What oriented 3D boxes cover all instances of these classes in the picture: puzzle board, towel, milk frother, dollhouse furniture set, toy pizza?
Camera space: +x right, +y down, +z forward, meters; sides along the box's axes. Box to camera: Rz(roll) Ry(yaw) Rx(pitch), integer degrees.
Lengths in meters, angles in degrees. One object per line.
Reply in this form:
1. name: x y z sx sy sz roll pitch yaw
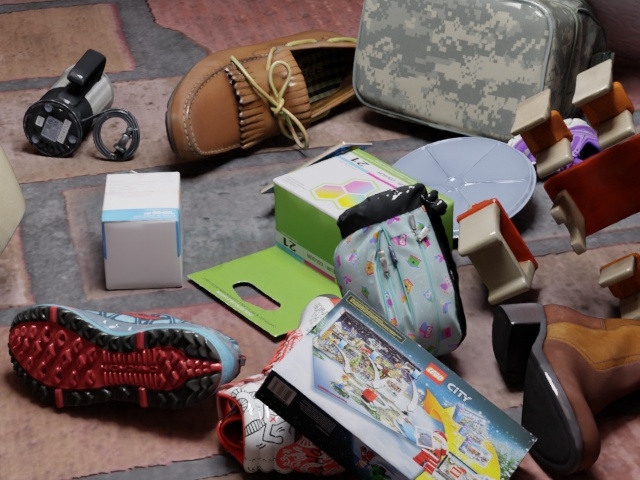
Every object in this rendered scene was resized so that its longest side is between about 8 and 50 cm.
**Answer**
1. puzzle board: -0.004 -0.088 2.104 0.128 0.011 0.096 -29 -9 21
2. towel: 0.456 -0.313 2.353 0.317 0.053 0.332 18 -7 28
3. milk frother: -0.306 -0.171 2.305 0.143 0.129 0.135 43 30 -10
4. dollhouse furniture set: 0.283 -0.041 1.881 0.259 0.262 0.135 -26 18 22
5. toy pizza: 0.168 -0.059 2.100 0.201 0.032 0.201 -10 38 8

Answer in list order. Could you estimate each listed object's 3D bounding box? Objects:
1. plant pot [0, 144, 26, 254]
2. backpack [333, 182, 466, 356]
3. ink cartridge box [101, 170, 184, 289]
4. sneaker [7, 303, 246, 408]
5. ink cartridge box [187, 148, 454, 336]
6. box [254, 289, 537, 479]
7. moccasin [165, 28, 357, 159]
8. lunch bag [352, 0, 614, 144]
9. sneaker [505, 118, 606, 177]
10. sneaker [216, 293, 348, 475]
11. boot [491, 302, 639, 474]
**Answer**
1. plant pot: -0.445 -0.033 1.905 0.191 0.284 0.284 33 26 -13
2. backpack: 0.082 0.043 1.797 0.115 0.182 0.152 -14 -5 -15
3. ink cartridge box: -0.207 -0.018 1.998 0.090 0.092 0.143 -2 29 -2
4. sneaker: -0.200 0.124 1.764 0.261 0.104 0.125 9 6 23
5. ink cartridge box: 0.000 0.000 1.954 0.255 0.097 0.189 -20 33 -32
6. box: 0.073 0.166 1.585 0.233 0.044 0.159 38 38 7
7. moccasin: -0.060 -0.195 2.290 0.147 0.139 0.380 6 17 39
8. lunch bag: 0.223 -0.264 2.337 0.305 0.213 0.256 16 16 27
9. sneaker: 0.298 -0.109 2.181 0.170 0.068 0.071 -22 47 -27
10. sneaker: -0.036 0.138 1.704 0.145 0.090 0.270 -2 31 -8
11. boot: 0.335 0.148 1.712 0.280 0.096 0.264 2 20 -9
